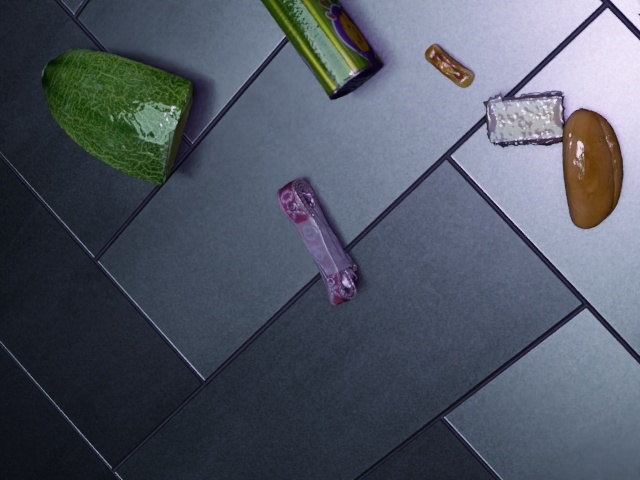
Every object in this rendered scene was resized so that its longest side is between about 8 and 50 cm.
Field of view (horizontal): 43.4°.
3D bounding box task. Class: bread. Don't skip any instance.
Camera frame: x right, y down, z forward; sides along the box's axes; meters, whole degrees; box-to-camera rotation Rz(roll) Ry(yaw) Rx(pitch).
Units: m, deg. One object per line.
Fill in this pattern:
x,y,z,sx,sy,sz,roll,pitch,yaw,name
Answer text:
0.410,-0.106,1.206,0.077,0.114,0.189,-2,108,36,bread

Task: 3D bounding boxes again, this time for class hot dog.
0.203,-0.278,1.280,0.090,0.034,0.030,41,112,7,hot dog

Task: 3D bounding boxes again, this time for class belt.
0.000,0.000,1.409,0.053,0.071,0.232,-27,90,30,belt

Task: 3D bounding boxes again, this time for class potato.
0.319,-0.191,1.246,0.122,0.061,0.086,0,104,22,potato

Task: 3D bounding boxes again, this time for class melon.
-0.387,-0.249,1.454,0.323,0.124,0.196,24,103,11,melon

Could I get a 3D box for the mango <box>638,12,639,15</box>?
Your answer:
0.530,-0.372,1.125,0.187,0.066,0.101,-28,94,15,mango

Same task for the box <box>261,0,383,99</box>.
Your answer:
-0.043,-0.392,1.288,0.097,0.134,0.345,-35,91,26,box
